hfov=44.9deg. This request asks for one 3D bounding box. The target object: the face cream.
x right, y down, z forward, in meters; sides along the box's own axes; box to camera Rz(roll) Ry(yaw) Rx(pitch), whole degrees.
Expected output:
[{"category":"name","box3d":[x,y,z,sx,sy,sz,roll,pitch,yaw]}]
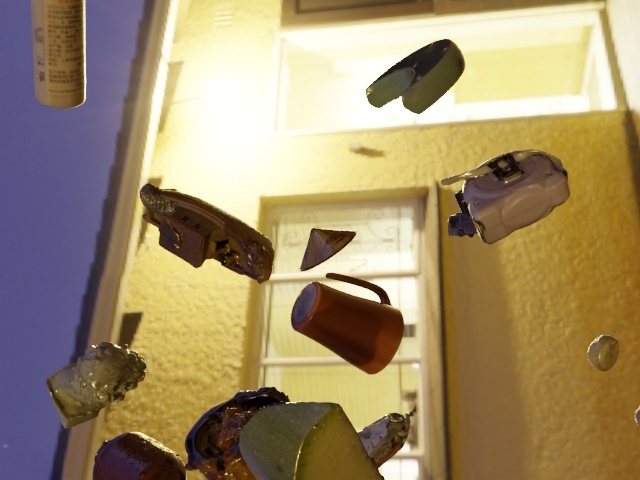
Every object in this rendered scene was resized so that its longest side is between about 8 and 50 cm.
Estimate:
[{"category":"face cream","box3d":[-0.404,-0.341,1.197,0.082,0.082,0.268,-76,-3,-59]}]

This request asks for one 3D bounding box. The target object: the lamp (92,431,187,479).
[{"category":"lamp","box3d":[-0.418,0.547,1.799,0.180,0.258,0.180,-32,-48,-45]}]

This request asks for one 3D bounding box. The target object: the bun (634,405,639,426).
[{"category":"bun","box3d":[0.788,0.373,1.715,0.113,0.167,0.173,47,174,28]}]

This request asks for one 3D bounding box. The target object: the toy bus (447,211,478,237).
[{"category":"toy bus","box3d":[0.307,-0.034,1.510,0.037,0.131,0.052,-1,-94,-43]}]

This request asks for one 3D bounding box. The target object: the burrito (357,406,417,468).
[{"category":"burrito","box3d":[0.094,0.598,2.104,0.101,0.446,0.139,57,175,-30]}]

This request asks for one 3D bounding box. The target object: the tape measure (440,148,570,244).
[{"category":"tape measure","box3d":[0.338,-0.095,1.404,0.105,0.196,0.178,60,178,-27]}]

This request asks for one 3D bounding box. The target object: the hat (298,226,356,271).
[{"category":"hat","box3d":[0.000,0.000,2.130,0.082,0.193,0.193,55,-163,-10]}]

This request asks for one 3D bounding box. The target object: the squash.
[{"category":"squash","box3d":[-0.028,0.289,0.920,0.191,0.184,0.085,63,-146,-20]}]

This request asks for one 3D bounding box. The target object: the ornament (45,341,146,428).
[{"category":"ornament","box3d":[-0.457,0.285,1.520,0.130,0.285,0.120,-17,-102,-48]}]

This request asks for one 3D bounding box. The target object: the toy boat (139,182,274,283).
[{"category":"toy boat","box3d":[-0.212,-0.011,1.393,0.121,0.321,0.089,-22,-48,-49]}]

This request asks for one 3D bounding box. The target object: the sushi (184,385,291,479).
[{"category":"sushi","box3d":[-0.141,0.395,1.469,0.213,0.200,0.204,45,-154,-22]}]

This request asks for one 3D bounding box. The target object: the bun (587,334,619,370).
[{"category":"bun","box3d":[0.652,0.258,1.800,0.055,0.086,0.086,22,125,51]}]

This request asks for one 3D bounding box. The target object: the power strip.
[{"category":"power strip","box3d":[0.174,-0.294,1.397,0.054,0.168,0.253,52,179,-18]}]

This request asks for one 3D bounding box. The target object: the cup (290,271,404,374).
[{"category":"cup","box3d":[0.072,0.189,1.915,0.182,0.264,0.226,-34,36,50]}]
